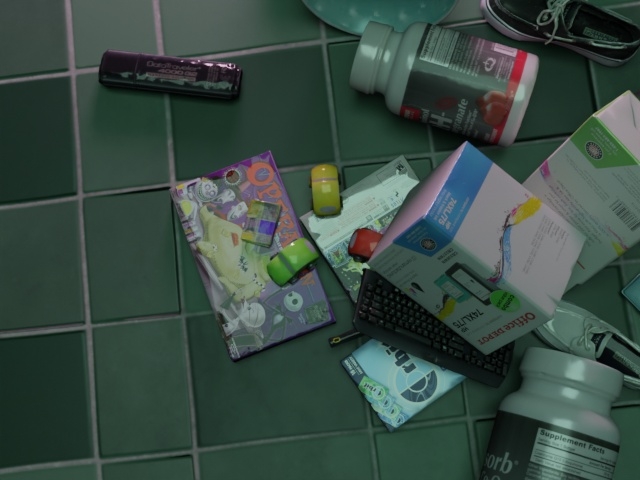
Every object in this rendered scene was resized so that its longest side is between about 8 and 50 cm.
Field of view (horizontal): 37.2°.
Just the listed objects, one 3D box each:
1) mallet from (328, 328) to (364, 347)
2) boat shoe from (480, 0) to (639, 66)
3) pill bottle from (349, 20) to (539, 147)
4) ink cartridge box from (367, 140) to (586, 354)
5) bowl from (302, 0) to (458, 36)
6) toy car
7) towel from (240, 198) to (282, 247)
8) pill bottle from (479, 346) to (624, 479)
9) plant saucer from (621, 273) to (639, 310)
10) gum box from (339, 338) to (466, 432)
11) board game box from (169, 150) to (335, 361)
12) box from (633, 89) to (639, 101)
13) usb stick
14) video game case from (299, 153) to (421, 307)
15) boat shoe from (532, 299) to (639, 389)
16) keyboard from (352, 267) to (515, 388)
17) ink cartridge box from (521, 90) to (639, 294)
[{"bbox_3d":[0.109,0.160,1.702,0.190,0.039,0.062,-28,73,2],"label":"mallet"},{"bbox_3d":[0.452,-0.416,1.786,0.306,0.105,0.113,27,82,7],"label":"boat shoe"},{"bbox_3d":[0.223,-0.296,1.741,0.318,0.176,0.176,18,82,6],"label":"pill bottle"},{"bbox_3d":[0.266,0.018,1.614,0.270,0.198,0.197,37,55,-6],"label":"ink cartridge box"},{"bbox_3d":[0.110,-0.536,1.751,0.311,0.311,0.163,6,62,4],"label":"bowl"},{"bbox_3d":[0.000,0.000,1.718,0.225,0.053,0.239,-38,80,-4],"label":"toy car"},{"bbox_3d":[-0.110,-0.034,1.752,0.060,0.009,0.083,15,81,5],"label":"towel"},{"bbox_3d":[0.383,0.377,1.601,0.210,0.210,0.363,16,81,5],"label":"pill bottle"},{"bbox_3d":[0.639,0.054,1.741,0.192,0.018,0.067,-42,81,-6],"label":"plant saucer"},{"bbox_3d":[0.154,0.230,1.722,0.184,0.041,0.157,-35,79,-4],"label":"gum box"},{"bbox_3d":[-0.127,0.028,1.769,0.208,0.056,0.347,-21,80,-5],"label":"board game box"},{"bbox_3d":[0.639,-0.218,1.712,0.270,0.165,0.143,-29,81,-2],"label":"box"},{"bbox_3d":[-0.291,-0.320,1.837,0.278,0.045,0.077,7,74,4],"label":"usb stick"},{"bbox_3d":[0.112,-0.013,1.765,0.232,0.042,0.210,-32,80,-3],"label":"video game case"},{"bbox_3d":[0.491,0.178,1.692,0.258,0.084,0.095,27,83,7],"label":"boat shoe"},{"bbox_3d":[0.211,0.121,1.677,0.317,0.033,0.201,23,59,-18],"label":"keyboard"},{"bbox_3d":[0.469,-0.067,1.651,0.119,0.353,0.207,-34,80,-34],"label":"ink cartridge box"}]
